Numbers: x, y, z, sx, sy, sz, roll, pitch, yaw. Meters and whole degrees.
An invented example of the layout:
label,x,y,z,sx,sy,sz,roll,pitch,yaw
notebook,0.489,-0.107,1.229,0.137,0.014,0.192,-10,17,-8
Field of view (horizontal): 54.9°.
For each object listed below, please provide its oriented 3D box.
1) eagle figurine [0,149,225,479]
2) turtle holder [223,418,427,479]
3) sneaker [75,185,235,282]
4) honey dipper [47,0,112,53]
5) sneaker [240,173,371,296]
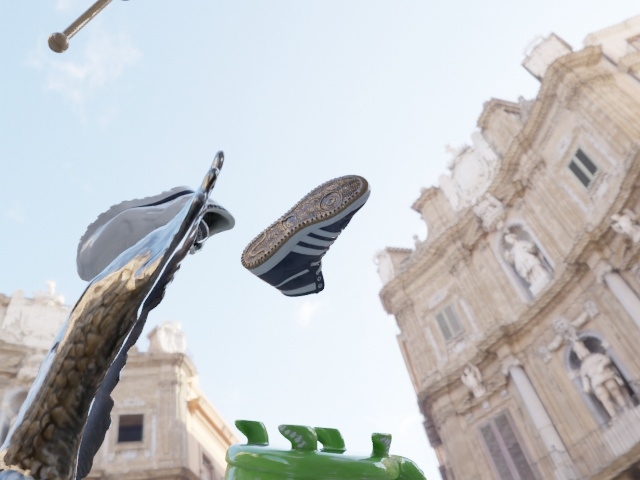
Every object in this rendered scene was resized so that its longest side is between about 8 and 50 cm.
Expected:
label,x,y,z,sx,sy,sz,roll,pitch,yaw
eagle figurine,-0.145,0.101,0.279,0.225,0.299,0.226,-5,-5,-4
turtle holder,0.005,0.391,0.901,0.243,0.228,0.320,-10,-23,40
sneaker,-0.220,-0.006,0.837,0.235,0.094,0.090,-38,-33,-45
honey dipper,-0.208,-0.221,0.582,0.030,0.161,0.030,9,-43,9
sneaker,0.000,0.000,1.183,0.282,0.099,0.153,-35,-51,9
